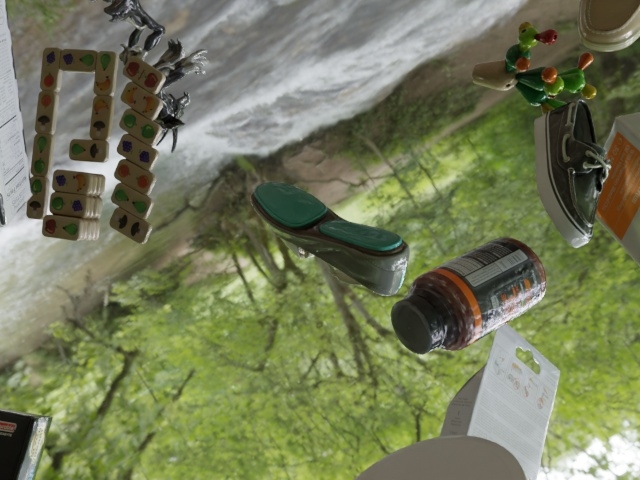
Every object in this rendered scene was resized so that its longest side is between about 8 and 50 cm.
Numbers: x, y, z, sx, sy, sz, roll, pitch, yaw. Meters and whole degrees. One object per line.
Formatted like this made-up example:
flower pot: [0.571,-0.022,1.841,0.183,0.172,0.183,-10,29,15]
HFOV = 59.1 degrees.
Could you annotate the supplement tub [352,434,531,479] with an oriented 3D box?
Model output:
supplement tub: [0.157,0.378,0.513,0.241,0.331,0.241,-27,-171,5]

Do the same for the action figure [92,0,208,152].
action figure: [-0.262,-0.287,0.924,0.141,0.164,0.275,-34,135,-23]

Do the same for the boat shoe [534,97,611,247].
boat shoe: [0.316,-0.093,0.702,0.070,0.078,0.219,-32,-141,43]

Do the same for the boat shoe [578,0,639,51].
boat shoe: [0.452,-0.420,0.817,0.098,0.109,0.302,37,76,-57]

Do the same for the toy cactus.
toy cactus: [0.332,-0.272,0.901,0.219,0.181,0.112,19,91,-49]

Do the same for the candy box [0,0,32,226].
candy box: [-0.347,-0.116,0.468,0.070,0.165,0.196,-98,-166,-59]

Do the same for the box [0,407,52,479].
box: [-0.436,0.267,0.625,0.051,0.221,0.175,93,7,-72]

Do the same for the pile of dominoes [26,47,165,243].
pile of dominoes: [-0.300,-0.125,0.724,0.196,0.250,0.040,7,-178,17]

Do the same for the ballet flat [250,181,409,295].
ballet flat: [0.000,0.000,0.599,0.072,0.213,0.068,-27,129,-38]

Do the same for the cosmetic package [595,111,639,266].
cosmetic package: [0.704,-0.023,1.028,0.162,0.453,0.230,-14,138,-11]

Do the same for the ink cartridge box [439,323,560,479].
ink cartridge box: [0.276,0.265,0.862,0.066,0.189,0.232,-16,-137,48]

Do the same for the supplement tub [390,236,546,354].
supplement tub: [0.184,0.073,0.712,0.198,0.106,0.106,-22,168,-29]
